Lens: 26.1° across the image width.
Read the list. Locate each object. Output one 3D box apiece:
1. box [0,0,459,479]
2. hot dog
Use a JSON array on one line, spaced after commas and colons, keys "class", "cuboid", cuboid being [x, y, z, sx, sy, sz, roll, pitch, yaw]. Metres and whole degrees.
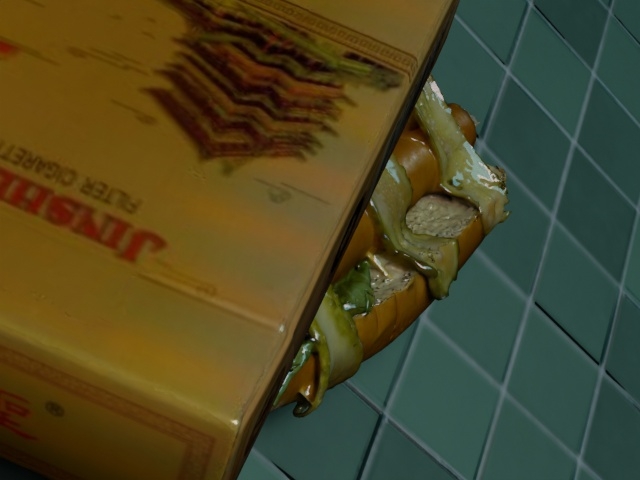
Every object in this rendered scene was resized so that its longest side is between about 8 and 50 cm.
[{"class": "box", "cuboid": [-0.062, -0.051, 0.490, 0.174, 0.076, 0.274, 22, 49, 5]}, {"class": "hot dog", "cuboid": [0.000, 0.000, 0.584, 0.109, 0.072, 0.269, 55, 42, -5]}]
